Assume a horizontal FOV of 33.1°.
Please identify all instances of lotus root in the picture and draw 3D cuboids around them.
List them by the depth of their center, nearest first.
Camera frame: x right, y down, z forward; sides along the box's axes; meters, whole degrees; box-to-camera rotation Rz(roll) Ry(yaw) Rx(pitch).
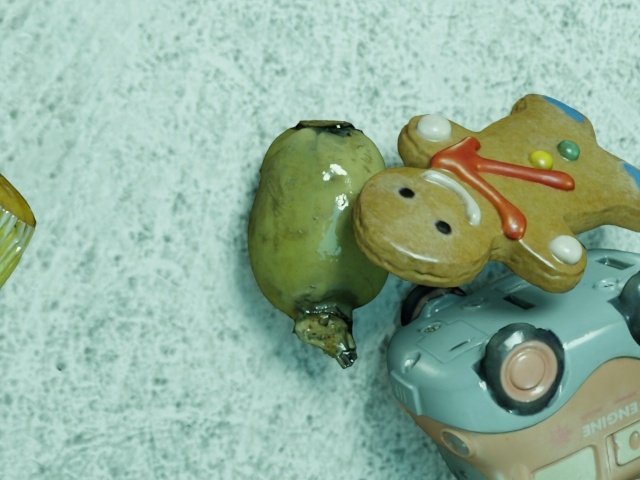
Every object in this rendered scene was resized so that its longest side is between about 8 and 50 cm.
[{"bbox_3d":[0.000,0.000,0.937,0.118,0.125,0.221,7,83,-42],"label":"lotus root"}]

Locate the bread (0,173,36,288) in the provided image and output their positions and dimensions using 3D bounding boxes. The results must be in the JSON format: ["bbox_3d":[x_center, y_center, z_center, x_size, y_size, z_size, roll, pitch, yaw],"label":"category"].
[{"bbox_3d":[-0.314,-0.039,0.846,0.190,0.132,0.114,37,81,-15],"label":"bread"}]

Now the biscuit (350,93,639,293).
[{"bbox_3d":[0.159,-0.044,0.912,0.324,0.049,0.205,-18,55,-35],"label":"biscuit"}]

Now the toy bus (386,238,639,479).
[{"bbox_3d":[0.214,0.132,0.975,0.287,0.194,0.232,-23,109,-14],"label":"toy bus"}]
